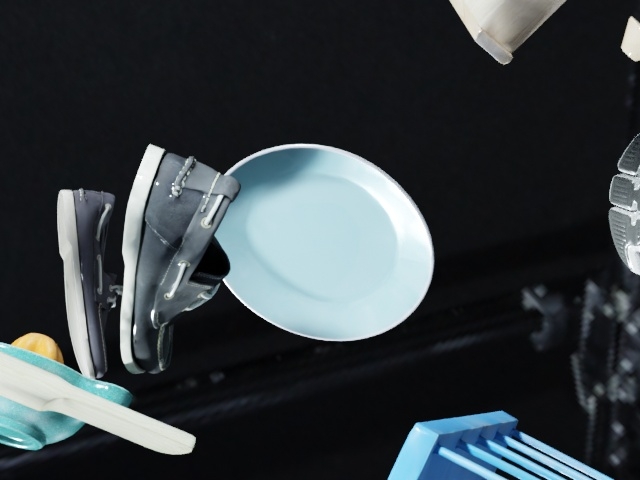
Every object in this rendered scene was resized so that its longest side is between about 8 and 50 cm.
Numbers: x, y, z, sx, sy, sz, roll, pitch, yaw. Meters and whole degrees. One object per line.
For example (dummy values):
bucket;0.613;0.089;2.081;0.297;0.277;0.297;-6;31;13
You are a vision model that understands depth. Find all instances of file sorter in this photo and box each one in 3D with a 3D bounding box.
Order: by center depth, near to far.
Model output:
file sorter;0.084;0.154;0.610;0.118;0.104;0.170;-66;-20;3

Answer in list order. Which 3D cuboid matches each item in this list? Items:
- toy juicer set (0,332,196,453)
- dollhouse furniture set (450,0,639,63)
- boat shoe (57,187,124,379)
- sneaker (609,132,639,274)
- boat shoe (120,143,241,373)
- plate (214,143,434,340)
toy juicer set;-0.265;0.100;1.082;0.209;0.329;0.089;36;-120;-35
dollhouse furniture set;0.302;-0.188;1.313;0.355;0.303;0.174;35;-69;-31
boat shoe;-0.236;0.045;1.437;0.065;0.075;0.206;-5;-99;-20
sneaker;0.229;-0.055;0.815;0.071;0.068;0.170;4;-74;-42
boat shoe;-0.109;0.029;1.025;0.079;0.084;0.233;11;-43;-4
plate;0.000;0.000;1.086;0.188;0.024;0.188;8;-55;11
